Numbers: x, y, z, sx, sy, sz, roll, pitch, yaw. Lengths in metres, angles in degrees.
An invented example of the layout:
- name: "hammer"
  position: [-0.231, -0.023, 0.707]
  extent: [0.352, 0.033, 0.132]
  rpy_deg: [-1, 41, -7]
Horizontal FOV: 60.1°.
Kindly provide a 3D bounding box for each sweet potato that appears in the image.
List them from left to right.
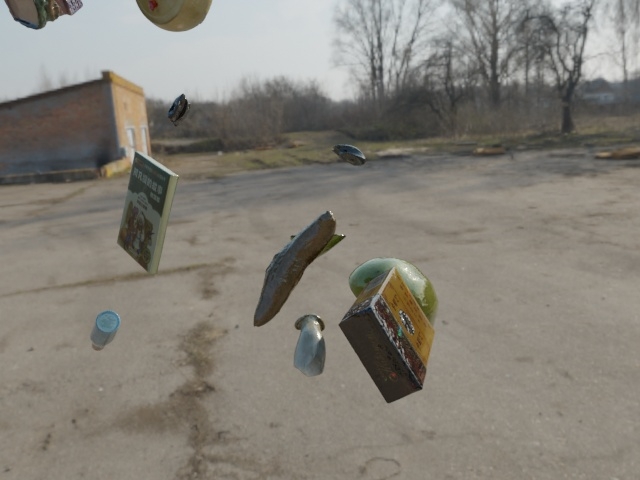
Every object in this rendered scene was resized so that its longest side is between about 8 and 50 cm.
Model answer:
- name: "sweet potato"
  position: [-0.080, 0.067, 1.413]
  extent: [0.092, 0.342, 0.114]
  rpy_deg: [38, -6, -22]

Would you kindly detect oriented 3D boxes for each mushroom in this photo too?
- name: "mushroom"
  position: [-0.031, 0.313, 1.645]
  extent: [0.096, 0.088, 0.213]
  rpy_deg: [-19, 44, 14]

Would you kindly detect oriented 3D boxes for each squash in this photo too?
- name: "squash"
  position: [-0.002, 0.024, 1.881]
  extent: [0.184, 0.085, 0.192]
  rpy_deg: [-4, -3, 8]

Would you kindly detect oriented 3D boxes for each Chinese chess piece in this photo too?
- name: "Chinese chess piece"
  position: [-0.393, -0.687, 1.469]
  extent: [0.250, 0.251, 0.097]
  rpy_deg: [5, 15, 35]

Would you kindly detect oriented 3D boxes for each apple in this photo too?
- name: "apple"
  position: [0.292, 0.223, 2.130]
  extent: [0.311, 0.320, 0.360]
  rpy_deg: [4, 7, 36]

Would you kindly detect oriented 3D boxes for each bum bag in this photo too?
- name: "bum bag"
  position: [-0.271, -0.249, 1.063]
  extent: [0.034, 0.058, 0.124]
  rpy_deg: [32, 1, -13]

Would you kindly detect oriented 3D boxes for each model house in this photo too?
- name: "model house"
  position: [-0.752, -0.742, 1.535]
  extent: [0.202, 0.237, 0.237]
  rpy_deg: [21, 47, 34]

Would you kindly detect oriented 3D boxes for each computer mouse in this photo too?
- name: "computer mouse"
  position: [0.107, -0.317, 2.011]
  extent: [0.135, 0.047, 0.079]
  rpy_deg: [22, -19, 5]

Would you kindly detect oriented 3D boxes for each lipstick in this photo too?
- name: "lipstick"
  position: [-0.580, 0.251, 1.475]
  extent: [0.068, 0.061, 0.274]
  rpy_deg: [-57, 9, -34]

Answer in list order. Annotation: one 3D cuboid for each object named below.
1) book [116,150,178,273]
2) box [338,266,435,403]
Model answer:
- name: "book"
  position: [-0.450, -0.074, 1.424]
  extent: [0.027, 0.264, 0.202]
  rpy_deg: [1, 23, -45]
- name: "box"
  position: [0.209, 0.260, 1.621]
  extent: [0.115, 0.264, 0.415]
  rpy_deg: [-30, 2, 20]
